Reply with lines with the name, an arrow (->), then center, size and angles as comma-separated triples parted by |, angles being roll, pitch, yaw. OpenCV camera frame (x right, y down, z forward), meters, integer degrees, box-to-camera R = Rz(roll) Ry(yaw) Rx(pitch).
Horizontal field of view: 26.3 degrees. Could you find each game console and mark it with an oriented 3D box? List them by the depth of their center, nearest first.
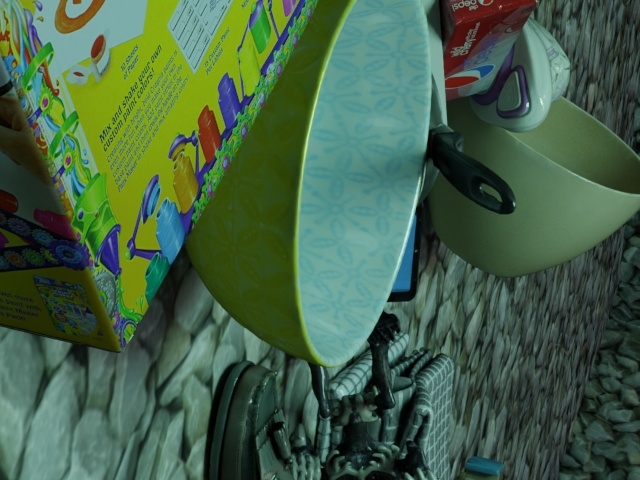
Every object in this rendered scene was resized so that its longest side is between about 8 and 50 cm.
game console -> 0.057, 0.020, 1.447 | 0.107, 0.071, 0.122 | -41, 138, -62

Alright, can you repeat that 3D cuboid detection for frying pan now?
frying pan -> 0.081, -0.114, 1.169 | 0.326, 0.053, 0.197 | -5, -83, 67

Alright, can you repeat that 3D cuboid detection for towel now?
towel -> 0.082, 0.269, 1.582 | 0.235, 0.121, 0.284 | -27, 126, -68

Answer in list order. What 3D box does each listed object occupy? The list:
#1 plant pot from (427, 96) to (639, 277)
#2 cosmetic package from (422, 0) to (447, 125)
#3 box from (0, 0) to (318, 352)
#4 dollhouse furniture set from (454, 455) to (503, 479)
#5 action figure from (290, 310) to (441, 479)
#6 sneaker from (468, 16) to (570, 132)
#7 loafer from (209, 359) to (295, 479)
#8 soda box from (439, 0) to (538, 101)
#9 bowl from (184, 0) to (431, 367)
plant pot -> 0.240, -0.066, 1.694 | 0.191, 0.284, 0.284 | -59, 170, 23
cosmetic package -> 0.071, -0.188, 1.315 | 0.060, 0.099, 0.239 | -27, 139, -16
box -> -0.135, -0.158, 0.621 | 0.279, 0.177, 0.290 | 79, 29, -48
dollhouse furniture set -> 0.173, 0.267, 1.745 | 0.129, 0.183, 0.129 | -24, 122, -68
action figure -> 0.034, 0.208, 1.364 | 0.141, 0.164, 0.276 | -85, 167, -64
sneaker -> 0.241, -0.204, 1.585 | 0.114, 0.152, 0.305 | -60, -163, 24
loafer -> -0.049, 0.239, 1.236 | 0.096, 0.084, 0.268 | -35, 133, -64
soda box -> 0.138, -0.217, 1.364 | 0.263, 0.083, 0.092 | 104, -31, -77
bowl -> -0.034, -0.064, 1.002 | 0.289, 0.156, 0.289 | 11, 90, -71
